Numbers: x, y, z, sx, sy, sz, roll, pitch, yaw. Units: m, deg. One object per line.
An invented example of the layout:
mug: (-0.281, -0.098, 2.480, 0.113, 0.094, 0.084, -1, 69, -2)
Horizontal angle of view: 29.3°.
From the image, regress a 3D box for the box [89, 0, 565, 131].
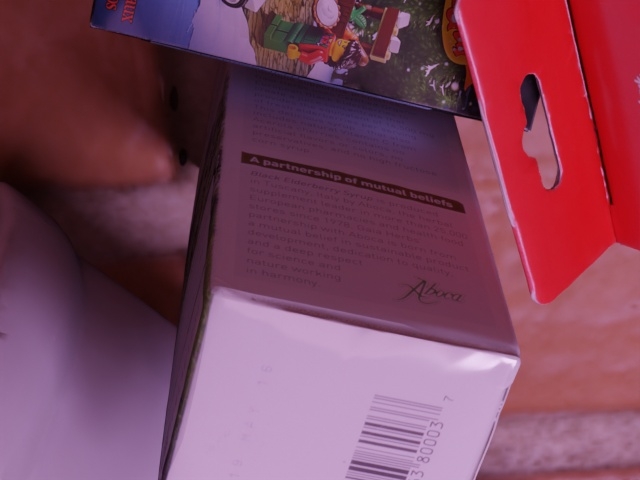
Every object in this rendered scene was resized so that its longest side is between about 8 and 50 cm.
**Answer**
box: (0.023, -0.169, 0.422, 0.159, 0.044, 0.233, 12, 99, -7)

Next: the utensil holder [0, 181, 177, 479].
utensil holder: (-0.082, 0.215, 0.537, 0.385, 0.328, 0.327, 38, 113, -23)

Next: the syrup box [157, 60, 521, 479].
syrup box: (0.000, 0.000, 0.456, 0.096, 0.237, 0.093, 12, 120, -8)

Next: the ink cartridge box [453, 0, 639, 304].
ink cartridge box: (0.164, -0.078, 0.435, 0.231, 0.078, 0.134, -36, 123, -24)
